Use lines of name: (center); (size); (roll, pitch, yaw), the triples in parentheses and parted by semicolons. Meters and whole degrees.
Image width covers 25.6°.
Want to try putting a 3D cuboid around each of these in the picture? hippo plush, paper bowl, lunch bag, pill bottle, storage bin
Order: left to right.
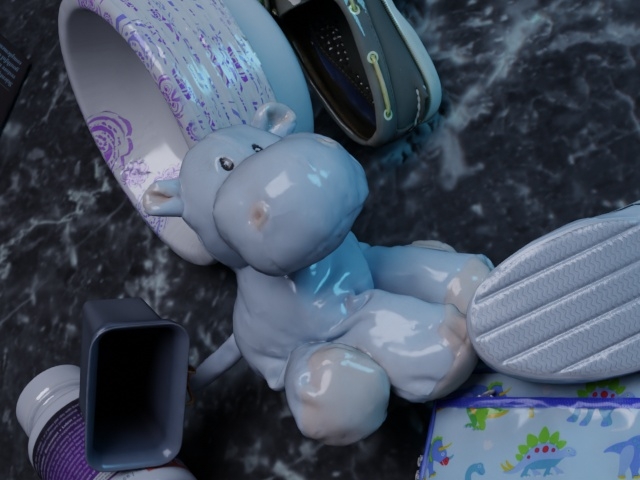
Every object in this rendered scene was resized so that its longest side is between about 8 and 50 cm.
pill bottle: (-0.198, 0.199, 1.274); (0.108, 0.108, 0.193); (-47, 51, -2)
storage bin: (-0.162, 0.113, 1.202); (0.091, 0.098, 0.135); (-134, 45, -57)
paper bowl: (-0.114, -0.130, 1.318); (0.148, 0.284, 0.284); (-30, 46, -23)
hippo plush: (0.000, 0.000, 1.155); (0.234, 0.236, 0.294); (-31, 21, -23)
lunch bag: (0.183, 0.180, 1.075); (0.219, 0.090, 0.176); (-2, 58, 29)

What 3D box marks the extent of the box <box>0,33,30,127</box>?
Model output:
box: (-0.487, -0.185, 1.633); (0.203, 0.168, 0.167); (5, 65, 32)

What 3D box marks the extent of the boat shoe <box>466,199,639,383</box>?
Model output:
boat shoe: (0.271, 0.023, 1.081); (0.335, 0.119, 0.121); (-20, 86, 0)

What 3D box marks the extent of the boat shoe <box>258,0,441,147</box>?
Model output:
boat shoe: (-0.003, -0.225, 1.306); (0.109, 0.305, 0.091); (-30, 5, 45)
